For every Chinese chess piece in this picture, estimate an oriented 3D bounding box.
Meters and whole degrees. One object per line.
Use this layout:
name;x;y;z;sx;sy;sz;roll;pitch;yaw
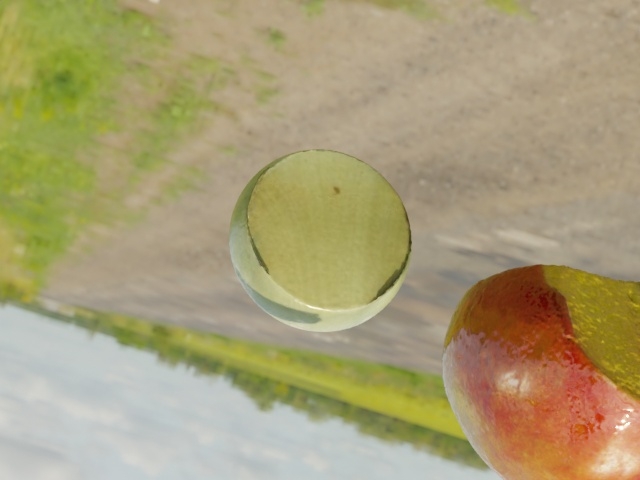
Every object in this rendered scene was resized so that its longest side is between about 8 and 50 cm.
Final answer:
Chinese chess piece;0.000;0.000;1.432;0.188;0.188;0.083;18;156;-11

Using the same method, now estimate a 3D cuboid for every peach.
peach;0.312;0.196;1.836;0.242;0.306;0.380;5;163;-28
